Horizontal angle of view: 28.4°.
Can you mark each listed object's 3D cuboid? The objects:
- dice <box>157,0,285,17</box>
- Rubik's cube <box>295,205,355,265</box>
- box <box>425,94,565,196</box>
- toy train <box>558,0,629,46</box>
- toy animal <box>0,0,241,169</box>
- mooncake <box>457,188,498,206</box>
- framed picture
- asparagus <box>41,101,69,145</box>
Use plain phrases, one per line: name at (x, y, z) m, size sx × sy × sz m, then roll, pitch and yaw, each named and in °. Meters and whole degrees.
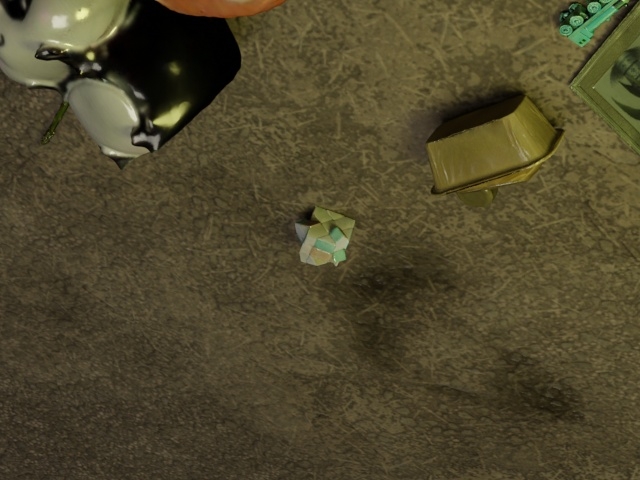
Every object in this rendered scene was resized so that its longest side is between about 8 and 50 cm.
dice at (-0.104, -0.356, 1.342) m, size 0.174 × 0.175 × 0.179 m, roll 8°, pitch 136°, yaw 13°
Rubik's cube at (0.002, 0.002, 1.788) m, size 0.084 × 0.073 × 0.075 m, roll 8°, pitch 139°, yaw 9°
box at (0.212, -0.109, 1.561) m, size 0.177 × 0.111 × 0.111 m, roll -16°, pitch 129°, yaw 35°
toy train at (0.305, -0.254, 1.413) m, size 0.045 × 0.029 × 0.092 m, roll 27°, pitch 139°, yaw -22°
toy animal at (-0.267, -0.257, 1.490) m, size 0.251 × 0.251 × 0.310 m, roll -28°, pitch 111°, yaw 42°
mooncake at (0.345, -0.055, 1.604) m, size 0.347 × 0.057 × 0.150 m, roll 13°, pitch 153°, yaw 2°
framed picture at (0.404, -0.146, 1.425) m, size 0.231 × 0.010 × 0.173 m, roll 46°, pitch 144°, yaw 10°
asparagus at (-0.364, -0.180, 1.768) m, size 0.016 × 0.013 × 0.166 m, roll -10°, pitch 156°, yaw -35°
